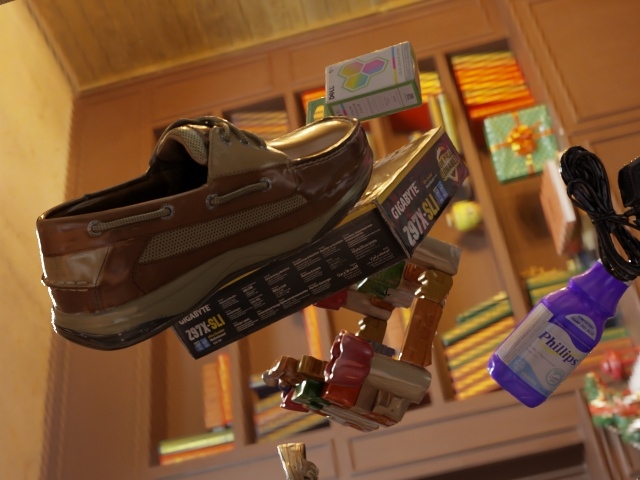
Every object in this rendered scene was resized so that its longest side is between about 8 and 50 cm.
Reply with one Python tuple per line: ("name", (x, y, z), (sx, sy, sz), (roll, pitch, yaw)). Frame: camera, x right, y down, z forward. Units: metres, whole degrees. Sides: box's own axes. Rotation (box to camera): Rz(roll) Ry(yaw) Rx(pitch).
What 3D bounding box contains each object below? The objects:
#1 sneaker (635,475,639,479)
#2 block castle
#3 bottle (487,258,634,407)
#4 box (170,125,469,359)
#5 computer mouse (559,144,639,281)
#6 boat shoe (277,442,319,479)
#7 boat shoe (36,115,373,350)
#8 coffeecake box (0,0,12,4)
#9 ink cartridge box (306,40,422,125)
("sneaker", (0.482, 0.293, 1.195), (0.112, 0.299, 0.121), (24, -152, -44))
("block castle", (0.051, 0.152, 1.649), (0.453, 0.212, 0.303), (130, 159, -69))
("bottle", (0.409, 0.147, 1.586), (0.118, 0.283, 0.092), (38, -170, -15))
("box", (0.000, 0.000, 1.124), (0.079, 0.322, 0.257), (58, -148, -8))
("computer mouse", (0.455, -0.083, 1.183), (0.072, 0.272, 0.189), (5, -121, -67))
("boat shoe", (-0.031, 0.411, 1.666), (0.170, 0.059, 0.063), (-119, 16, -59))
("boat shoe", (-0.082, -0.038, 0.759), (0.324, 0.122, 0.120), (-35, -60, -37))
("coffeecake box", (-0.387, -0.378, 1.169), (0.068, 0.142, 0.186), (50, -140, -46))
("ink cartridge box", (0.064, -0.256, 1.603), (0.109, 0.209, 0.062), (-89, -21, -45))
